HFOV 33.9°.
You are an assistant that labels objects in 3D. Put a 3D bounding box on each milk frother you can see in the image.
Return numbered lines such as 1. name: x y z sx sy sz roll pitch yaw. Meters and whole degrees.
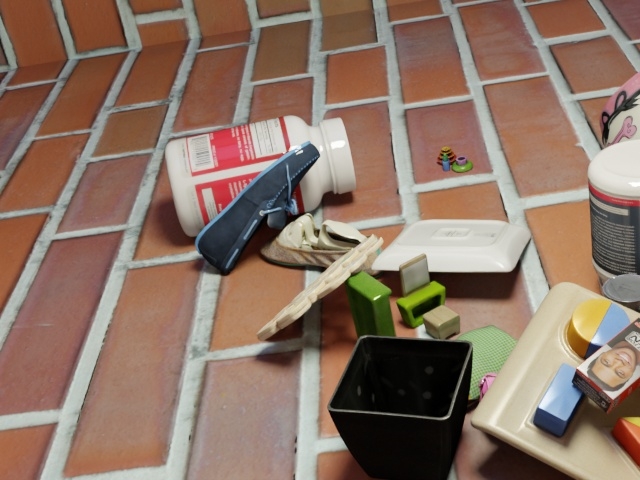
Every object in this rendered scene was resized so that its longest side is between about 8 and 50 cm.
1. milk frother: 0.557 0.127 1.769 0.143 0.134 0.129 -33 37 -33

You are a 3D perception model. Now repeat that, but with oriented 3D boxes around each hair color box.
1. hair color box: 0.443 0.181 1.533 0.141 0.043 0.072 -34 60 -24

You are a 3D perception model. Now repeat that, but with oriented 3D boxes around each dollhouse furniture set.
1. dollhouse furniture set: 0.213 0.146 1.838 0.198 0.151 0.301 -25 32 -23

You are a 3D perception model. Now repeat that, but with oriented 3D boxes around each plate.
1. plate: 0.266 0.004 2.102 0.278 0.045 0.277 1 15 19

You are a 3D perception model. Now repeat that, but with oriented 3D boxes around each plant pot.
1. plant pot: 0.137 0.273 1.631 0.188 0.167 0.188 1 31 21

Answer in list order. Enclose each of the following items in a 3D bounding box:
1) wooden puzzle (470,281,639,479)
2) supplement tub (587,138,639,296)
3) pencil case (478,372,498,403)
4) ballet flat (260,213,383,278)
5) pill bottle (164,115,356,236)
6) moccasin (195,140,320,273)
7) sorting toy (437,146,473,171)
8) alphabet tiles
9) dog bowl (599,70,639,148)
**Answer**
1. wooden puzzle: 0.447 0.221 1.574 0.348 0.080 0.322 23 54 24
2. supplement tub: 0.583 -0.028 1.887 0.191 0.272 0.191 -8 30 5
3. pencil case: 0.357 0.242 1.682 0.209 0.098 0.095 -9 -13 0
4. ballet flat: 0.000 0.000 2.210 0.316 0.106 0.107 9 36 32
5. pill bottle: -0.135 -0.157 2.405 0.408 0.229 0.229 -12 30 -2
6. moccasin: -0.114 -0.067 2.247 0.342 0.117 0.138 -44 -7 17
7. sorting toy: 0.315 -0.196 2.505 0.061 0.042 0.102 -29 34 -28
8. alphabet tiles: -0.004 0.087 1.983 0.284 0.021 0.278 -41 4 -41
9. dog bowl: 0.741 -0.254 2.087 0.408 0.408 0.150 -18 69 -11
